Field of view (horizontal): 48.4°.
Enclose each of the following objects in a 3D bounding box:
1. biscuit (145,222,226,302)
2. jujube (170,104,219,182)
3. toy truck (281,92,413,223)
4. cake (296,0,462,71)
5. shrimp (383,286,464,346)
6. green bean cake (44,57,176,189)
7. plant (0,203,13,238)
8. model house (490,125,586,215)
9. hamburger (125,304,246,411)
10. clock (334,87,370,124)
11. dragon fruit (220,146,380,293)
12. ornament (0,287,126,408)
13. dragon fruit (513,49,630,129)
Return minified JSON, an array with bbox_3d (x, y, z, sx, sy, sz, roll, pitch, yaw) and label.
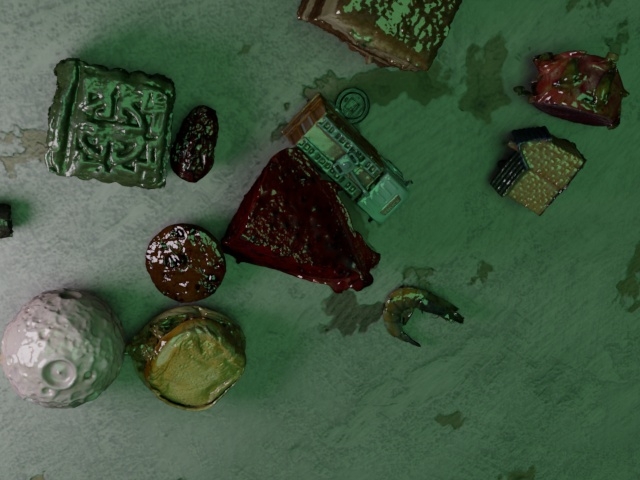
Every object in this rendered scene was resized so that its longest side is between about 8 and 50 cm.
[{"bbox_3d":[-0.303,0.053,1.595,0.192,0.049,0.192,4,112,9],"label":"biscuit"},{"bbox_3d":[-0.266,-0.208,1.532,0.104,0.104,0.166,22,91,-20],"label":"jujube"},{"bbox_3d":[0.068,-0.171,1.583,0.305,0.162,0.136,41,102,-22],"label":"toy truck"},{"bbox_3d":[0.125,-0.506,1.446,0.255,0.290,0.282,21,103,-18],"label":"cake"},{"bbox_3d":[0.259,0.200,1.822,0.217,0.051,0.150,19,104,-12],"label":"shrimp"},{"bbox_3d":[-0.430,-0.239,1.463,0.255,0.132,0.241,10,107,-18],"label":"green bean cake"},{"bbox_3d":[-0.711,-0.037,1.466,0.143,0.094,0.092,-3,118,-19],"label":"plant"},{"bbox_3d":[0.508,-0.184,1.724,0.172,0.166,0.183,28,113,-6],"label":"model house"},{"bbox_3d":[-0.307,0.271,1.640,0.286,0.146,0.243,-3,113,-21],"label":"hamburger"},{"bbox_3d":[0.073,-0.309,1.631,0.085,0.017,0.085,-4,107,-14],"label":"clock"},{"bbox_3d":[-0.032,-0.031,1.588,0.329,0.286,0.228,21,74,-14],"label":"dragon fruit"},{"bbox_3d":[-0.548,0.234,1.518,0.259,0.225,0.260,-4,107,-15],"label":"ornament"},{"bbox_3d":[0.595,-0.362,1.657,0.282,0.211,0.147,17,95,-11],"label":"dragon fruit"}]
